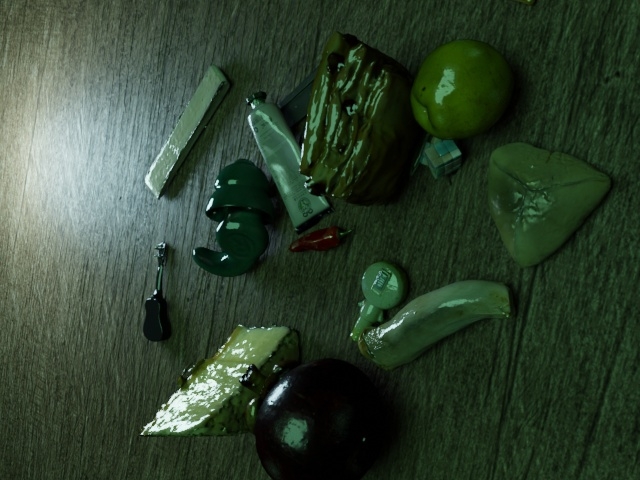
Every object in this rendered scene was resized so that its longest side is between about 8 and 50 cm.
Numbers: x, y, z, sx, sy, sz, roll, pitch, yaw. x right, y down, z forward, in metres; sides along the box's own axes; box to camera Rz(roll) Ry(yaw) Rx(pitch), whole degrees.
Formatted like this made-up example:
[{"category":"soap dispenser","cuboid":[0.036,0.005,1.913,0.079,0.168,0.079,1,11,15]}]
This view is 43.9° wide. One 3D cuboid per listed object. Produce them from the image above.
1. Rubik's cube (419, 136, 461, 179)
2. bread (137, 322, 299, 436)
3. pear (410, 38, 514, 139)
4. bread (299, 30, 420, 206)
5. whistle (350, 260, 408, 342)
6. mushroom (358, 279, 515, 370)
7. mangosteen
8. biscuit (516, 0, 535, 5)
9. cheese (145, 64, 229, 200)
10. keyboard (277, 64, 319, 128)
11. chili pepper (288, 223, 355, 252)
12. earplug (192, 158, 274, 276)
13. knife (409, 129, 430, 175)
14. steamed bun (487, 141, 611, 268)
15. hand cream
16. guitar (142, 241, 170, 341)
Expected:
[{"category":"Rubik's cube","cuboid":[0.240,-0.172,1.595,0.073,0.075,0.084,62,162,20]},{"category":"bread","cuboid":[-0.224,0.318,1.829,0.248,0.315,0.279,-3,79,37]},{"category":"pear","cuboid":[0.264,-0.284,1.500,0.198,0.198,0.198,0,90,38]},{"category":"bread","cuboid":[0.102,-0.229,1.586,0.167,0.277,0.325,13,95,33]},{"category":"whistle","cuboid":[0.115,0.135,1.705,0.104,0.057,0.198,37,112,26]},{"category":"mushroom","cuboid":[0.227,0.165,1.598,0.351,0.095,0.123,-29,108,35]},{"category":"mangosteen","cuboid":[-0.014,0.387,1.651,0.293,0.297,0.297,-9,84,21]},{"category":"biscuit","cuboid":[0.384,-0.497,1.517,0.083,0.018,0.081,29,107,34]},{"category":"cheese","cuboid":[-0.356,-0.281,2.095,0.400,0.034,0.085,-54,56,25]},{"category":"keyboard","cuboid":[-0.041,-0.325,1.852,0.231,0.023,0.072,-37,75,33]},{"category":"chili pepper","cuboid":[0.000,0.001,1.797,0.191,0.059,0.050,-18,88,35]},{"category":"earplug","cuboid":[-0.203,-0.055,1.924,0.257,0.163,0.280,158,121,-73]},{"category":"knife","cuboid":[0.225,-0.229,1.646,0.030,0.014,0.207,29,107,36]},{"category":"steamed bun","cuboid":[0.382,-0.085,1.465,0.212,0.110,0.231,48,115,28]},{"category":"hand cream","cuboid":[-0.082,-0.187,1.848,0.121,0.076,0.336,-30,84,40]},{"category":"guitar","cuboid":[-0.442,0.138,2.158,0.083,0.038,0.271,4,93,37]}]
